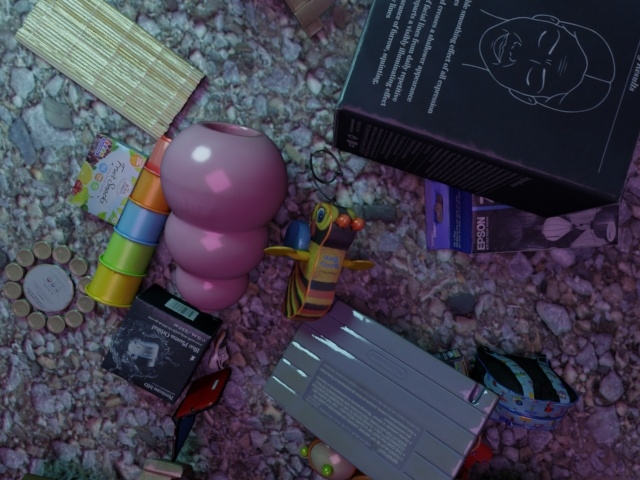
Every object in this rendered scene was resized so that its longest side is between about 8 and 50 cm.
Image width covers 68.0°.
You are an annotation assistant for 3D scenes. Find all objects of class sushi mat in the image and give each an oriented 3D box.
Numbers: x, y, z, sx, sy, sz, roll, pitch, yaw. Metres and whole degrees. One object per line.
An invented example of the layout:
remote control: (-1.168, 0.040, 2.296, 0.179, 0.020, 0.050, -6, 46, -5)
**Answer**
sushi mat: (-0.377, -0.330, 0.851, 0.317, 0.019, 0.151, 36, 99, -5)

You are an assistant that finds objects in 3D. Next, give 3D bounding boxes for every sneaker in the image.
sneaker: (-0.193, 0.216, 0.935, 0.037, 0.032, 0.083, 17, 105, -16)

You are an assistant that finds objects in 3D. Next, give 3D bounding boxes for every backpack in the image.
backpack: (0.368, 0.280, 0.860, 0.158, 0.173, 0.116, 9, 99, -1)

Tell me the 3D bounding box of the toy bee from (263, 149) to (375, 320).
toy bee: (0.000, 0.000, 0.795, 0.195, 0.162, 0.298, -13, 101, -24)

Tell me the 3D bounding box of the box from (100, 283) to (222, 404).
box: (-0.297, 0.194, 0.899, 0.156, 0.093, 0.158, 29, 100, -4)

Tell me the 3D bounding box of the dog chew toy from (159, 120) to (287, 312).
dog chew toy: (-0.173, -0.027, 0.812, 0.207, 0.206, 0.331, 12, 111, -1)

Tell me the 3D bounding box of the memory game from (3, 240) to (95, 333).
memory game: (-0.526, 0.093, 0.927, 0.186, 0.012, 0.186, 0, 100, 1)

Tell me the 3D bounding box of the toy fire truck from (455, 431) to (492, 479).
toy fire truck: (0.263, 0.465, 0.911, 0.047, 0.135, 0.192, 39, 98, -5)

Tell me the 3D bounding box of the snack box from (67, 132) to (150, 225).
snack box: (-0.387, -0.113, 0.877, 0.100, 0.037, 0.141, 27, 99, -5)

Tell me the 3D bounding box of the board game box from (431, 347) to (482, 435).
board game box: (0.225, 0.310, 0.929, 0.141, 0.048, 0.170, -14, 100, 4)

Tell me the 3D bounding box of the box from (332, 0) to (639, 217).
box: (0.250, -0.240, 0.719, 0.396, 0.212, 0.293, 19, 87, 2)

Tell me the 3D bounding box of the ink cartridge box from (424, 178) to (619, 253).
ink cartridge box: (0.360, -0.063, 0.860, 0.333, 0.065, 0.165, -4, 100, 3)

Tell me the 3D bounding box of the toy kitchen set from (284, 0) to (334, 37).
toy kitchen set: (-0.024, -0.418, 0.823, 0.068, 0.075, 0.083, -36, 137, 9)

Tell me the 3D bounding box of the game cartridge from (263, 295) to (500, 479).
game cartridge: (0.091, 0.269, 0.826, 0.355, 0.068, 0.230, 29, 90, 26)

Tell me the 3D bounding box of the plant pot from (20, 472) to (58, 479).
plant pot: (-0.477, 0.597, 0.920, 0.255, 0.237, 0.237, 17, 100, -17)

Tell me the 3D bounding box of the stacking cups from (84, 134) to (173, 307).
stacking cups: (-0.328, -0.038, 0.861, 0.096, 0.096, 0.316, 23, 98, -3)

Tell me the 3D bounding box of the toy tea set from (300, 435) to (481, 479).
toy tea set: (0.126, 0.383, 0.868, 0.336, 0.124, 0.200, -43, 89, 22)

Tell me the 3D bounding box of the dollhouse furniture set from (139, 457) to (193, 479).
dollhouse furniture set: (-0.150, 0.570, 0.845, 0.394, 0.362, 0.256, 15, 65, -2)

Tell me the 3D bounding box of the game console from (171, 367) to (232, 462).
game console: (-0.220, 0.322, 0.892, 0.124, 0.144, 0.085, -22, 99, 4)
